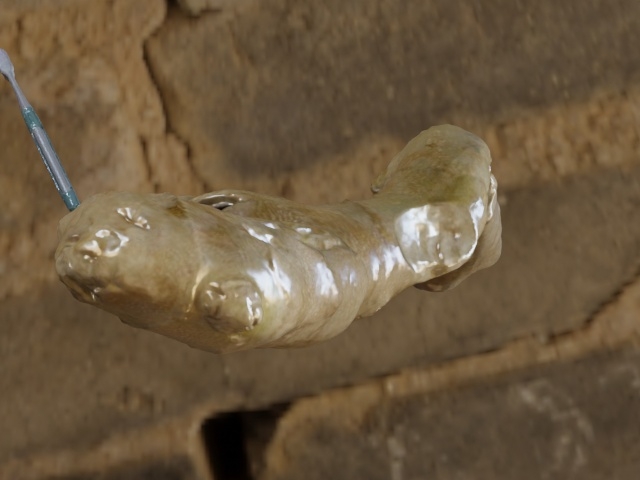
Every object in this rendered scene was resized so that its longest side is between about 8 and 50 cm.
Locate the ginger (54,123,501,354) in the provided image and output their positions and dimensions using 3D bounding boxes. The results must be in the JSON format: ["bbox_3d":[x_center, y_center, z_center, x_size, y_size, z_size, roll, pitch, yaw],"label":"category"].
[{"bbox_3d":[0.000,0.000,0.696,0.089,0.288,0.075,13,-78,24],"label":"ginger"}]

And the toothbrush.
[{"bbox_3d":[-0.203,-0.079,1.394,0.011,0.167,0.014,-26,-35,-7],"label":"toothbrush"}]
